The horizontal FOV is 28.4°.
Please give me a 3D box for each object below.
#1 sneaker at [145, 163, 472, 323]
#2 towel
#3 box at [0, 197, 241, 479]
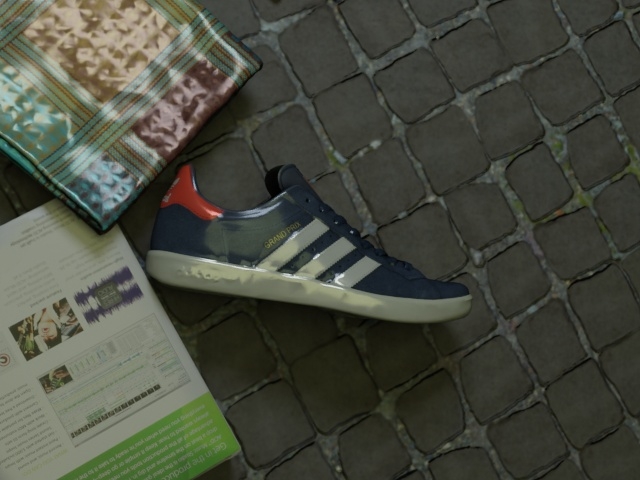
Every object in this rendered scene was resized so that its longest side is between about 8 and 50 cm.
[{"bbox_3d":[0.000,0.000,1.320,0.350,0.131,0.148,10,85,-14],"label":"sneaker"},{"bbox_3d":[-0.276,-0.217,1.287,0.370,0.040,0.271,41,69,-1],"label":"towel"},{"bbox_3d":[-0.257,0.132,1.271,0.232,0.058,0.322,-29,90,-17],"label":"box"}]
